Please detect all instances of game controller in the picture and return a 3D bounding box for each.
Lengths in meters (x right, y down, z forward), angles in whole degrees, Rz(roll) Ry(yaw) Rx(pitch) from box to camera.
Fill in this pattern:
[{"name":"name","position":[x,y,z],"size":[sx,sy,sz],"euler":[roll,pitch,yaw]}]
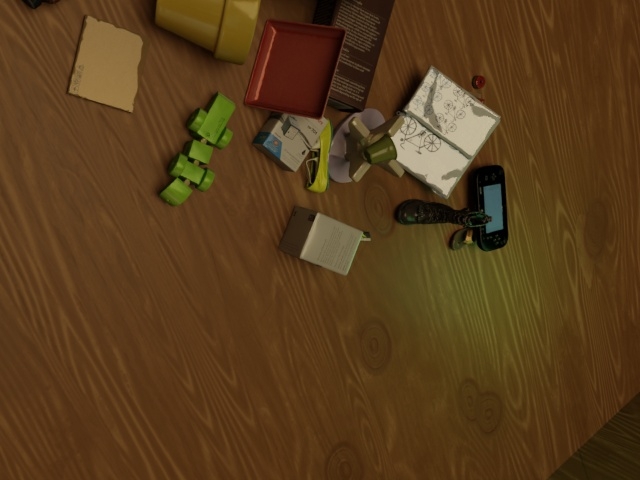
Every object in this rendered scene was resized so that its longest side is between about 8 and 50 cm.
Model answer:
[{"name":"game controller","position":[0.640,-0.121,2.203],"size":[0.166,0.067,0.319],"euler":[-14,101,-43]}]

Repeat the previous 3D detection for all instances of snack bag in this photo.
[{"name":"snack bag","position":[0.397,-0.355,1.972],"size":[0.323,0.037,0.342],"euler":[32,96,-17]}]

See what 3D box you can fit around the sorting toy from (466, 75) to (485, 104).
[{"name":"sorting toy","position":[0.528,-0.460,2.104],"size":[0.132,0.046,0.274],"euler":[3,99,-31]}]

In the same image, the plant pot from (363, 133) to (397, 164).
[{"name":"plant pot","position":[0.173,-0.262,1.732],"size":[0.079,0.083,0.083],"euler":[-24,112,-9]}]

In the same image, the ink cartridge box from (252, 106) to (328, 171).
[{"name":"ink cartridge box","position":[-0.089,-0.321,1.741],"size":[0.140,0.082,0.190],"euler":[37,81,-31]}]

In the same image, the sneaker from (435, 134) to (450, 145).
[{"name":"sneaker","position":[0.390,-0.370,2.027],"size":[0.083,0.084,0.214],"euler":[-23,108,-11]}]

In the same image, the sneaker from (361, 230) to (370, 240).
[{"name":"sneaker","position":[0.132,-0.016,1.966],"size":[0.083,0.031,0.035],"euler":[3,84,-36]}]

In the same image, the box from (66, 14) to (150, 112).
[{"name":"box","position":[-0.534,-0.443,1.485],"size":[0.164,0.021,0.201],"euler":[13,92,-32]}]

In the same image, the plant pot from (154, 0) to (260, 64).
[{"name":"plant pot","position":[-0.287,-0.598,1.485],"size":[0.239,0.254,0.253],"euler":[9,95,-17]}]

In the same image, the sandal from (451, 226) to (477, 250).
[{"name":"sandal","position":[0.565,-0.013,2.211],"size":[0.180,0.049,0.072],"euler":[-19,109,-27]}]

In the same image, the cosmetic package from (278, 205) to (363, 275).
[{"name":"cosmetic package","position":[0.000,0.000,1.815],"size":[0.184,0.151,0.151],"euler":[22,88,-31]}]

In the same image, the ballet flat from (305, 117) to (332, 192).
[{"name":"ballet flat","position":[-0.009,-0.261,1.806],"size":[0.077,0.077,0.230],"euler":[-1,102,-24]}]

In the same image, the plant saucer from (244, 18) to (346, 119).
[{"name":"plant saucer","position":[-0.067,-0.480,1.655],"size":[0.048,0.259,0.259],"euler":[11,95,-67]}]

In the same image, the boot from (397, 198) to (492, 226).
[{"name":"boot","position":[0.424,-0.087,2.005],"size":[0.263,0.229,0.091],"euler":[-6,102,-30]}]

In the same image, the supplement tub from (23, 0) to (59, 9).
[{"name":"supplement tub","position":[-0.612,-0.623,1.354],"size":[0.198,0.106,0.106],"euler":[-47,119,-15]}]

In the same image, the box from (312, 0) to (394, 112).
[{"name":"box","position":[0.073,-0.596,1.753],"size":[0.191,0.143,0.381],"euler":[15,93,-32]}]

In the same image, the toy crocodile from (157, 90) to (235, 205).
[{"name":"toy crocodile","position":[-0.335,-0.249,1.605],"size":[0.115,0.105,0.340],"euler":[28,80,-31]}]

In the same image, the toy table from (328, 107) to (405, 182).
[{"name":"toy table","position":[0.142,-0.297,1.839],"size":[0.252,0.161,0.274],"euler":[30,85,-31]}]
